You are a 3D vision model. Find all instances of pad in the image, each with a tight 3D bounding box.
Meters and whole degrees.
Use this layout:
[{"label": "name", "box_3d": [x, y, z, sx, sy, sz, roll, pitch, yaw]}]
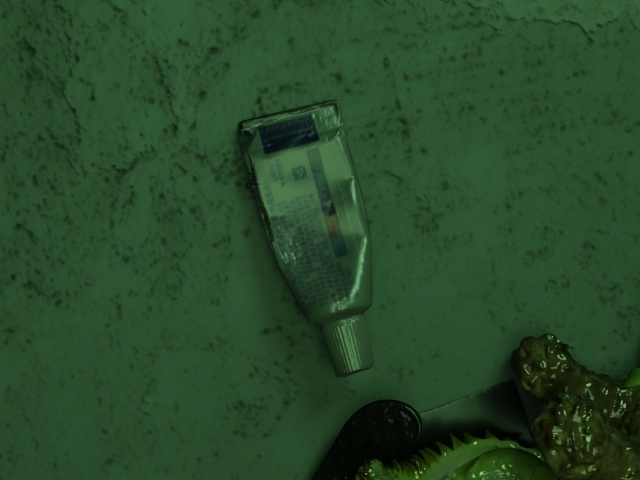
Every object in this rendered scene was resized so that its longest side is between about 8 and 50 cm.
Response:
[{"label": "pad", "box_3d": [0.172, 0.293, 1.038, 0.170, 0.006, 0.245, -20, 95, -5]}]

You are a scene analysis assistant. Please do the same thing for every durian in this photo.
[{"label": "durian", "box_3d": [0.157, 0.285, 0.948, 0.306, 0.166, 0.172, 21, 94, -15]}]

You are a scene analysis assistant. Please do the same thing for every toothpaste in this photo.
[{"label": "toothpaste", "box_3d": [-0.002, 0.000, 0.980, 0.099, 0.068, 0.282, -12, 85, -35]}]

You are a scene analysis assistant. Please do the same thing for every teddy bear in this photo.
[{"label": "teddy bear", "box_3d": [0.371, 0.158, 0.944, 0.296, 0.246, 0.222, 28, 117, -16]}]

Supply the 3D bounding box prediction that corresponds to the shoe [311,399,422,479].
[{"label": "shoe", "box_3d": [0.041, 0.232, 1.003, 0.071, 0.049, 0.179, 37, 107, 9]}]
